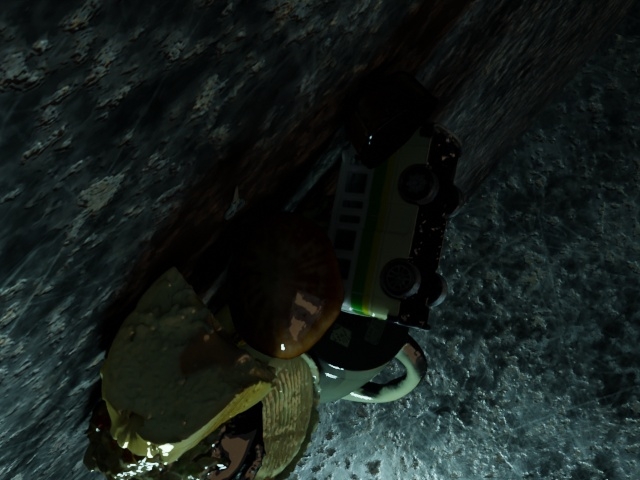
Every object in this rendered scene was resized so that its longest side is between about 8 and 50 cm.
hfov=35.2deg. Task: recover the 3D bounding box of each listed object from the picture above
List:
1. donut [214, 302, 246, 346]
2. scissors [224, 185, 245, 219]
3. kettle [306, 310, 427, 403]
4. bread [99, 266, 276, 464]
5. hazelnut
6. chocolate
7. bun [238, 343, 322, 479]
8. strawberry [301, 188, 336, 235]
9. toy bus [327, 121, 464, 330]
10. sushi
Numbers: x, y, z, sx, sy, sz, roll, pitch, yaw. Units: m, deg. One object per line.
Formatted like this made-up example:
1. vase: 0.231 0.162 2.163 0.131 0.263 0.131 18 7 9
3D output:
1. donut: -0.149 0.150 1.704 0.140 0.059 0.140 -47 169 -12
2. scissors: -0.109 -0.052 1.295 0.036 0.006 0.083 -43 168 -19
3. kettle: 0.040 0.212 1.904 0.324 0.320 0.228 126 -16 -56
4. bread: -0.191 0.186 1.330 0.211 0.183 0.224 -46 166 -8
5. hazelnut: -0.058 0.064 1.445 0.181 0.212 0.180 -7 173 41
6. chocolate: 0.080 -0.176 1.436 0.125 0.080 0.149 -15 153 -51
7. bun: -0.115 0.285 1.674 0.259 0.152 0.260 -27 121 -55
8. strawberry: 0.004 0.003 1.686 0.167 0.087 0.208 -50 165 6
9. toy bus: 0.107 -0.028 1.555 0.143 0.179 0.306 18 82 -61
10. sushi: -0.218 0.275 1.465 0.218 0.225 0.239 13 91 -64
